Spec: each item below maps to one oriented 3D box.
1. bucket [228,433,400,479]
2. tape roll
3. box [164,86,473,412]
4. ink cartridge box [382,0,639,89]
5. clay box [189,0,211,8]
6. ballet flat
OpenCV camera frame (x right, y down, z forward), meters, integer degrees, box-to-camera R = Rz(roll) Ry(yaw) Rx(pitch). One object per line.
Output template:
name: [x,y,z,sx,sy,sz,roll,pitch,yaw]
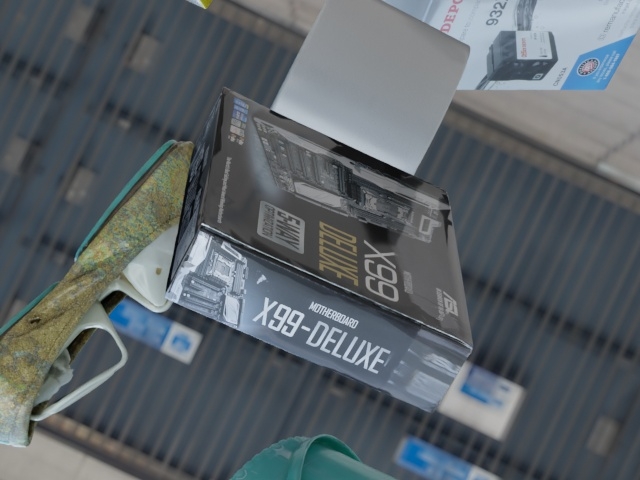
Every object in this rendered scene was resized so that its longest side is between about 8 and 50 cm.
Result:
bucket: [0.006,0.317,1.437,0.183,0.281,0.281,27,179,28]
tape roll: [0.038,-0.147,1.818,0.169,0.246,0.246,27,178,-4]
box: [0.000,0.000,1.409,0.242,0.076,0.307,24,-157,-10]
ink cartridge box: [0.247,-0.306,2.063,0.307,0.129,0.223,-2,145,-18]
clay box: [-0.184,-0.322,1.608,0.127,0.053,0.222,28,168,23]
ballet flat: [-0.213,0.059,1.594,0.123,0.348,0.123,41,171,8]
